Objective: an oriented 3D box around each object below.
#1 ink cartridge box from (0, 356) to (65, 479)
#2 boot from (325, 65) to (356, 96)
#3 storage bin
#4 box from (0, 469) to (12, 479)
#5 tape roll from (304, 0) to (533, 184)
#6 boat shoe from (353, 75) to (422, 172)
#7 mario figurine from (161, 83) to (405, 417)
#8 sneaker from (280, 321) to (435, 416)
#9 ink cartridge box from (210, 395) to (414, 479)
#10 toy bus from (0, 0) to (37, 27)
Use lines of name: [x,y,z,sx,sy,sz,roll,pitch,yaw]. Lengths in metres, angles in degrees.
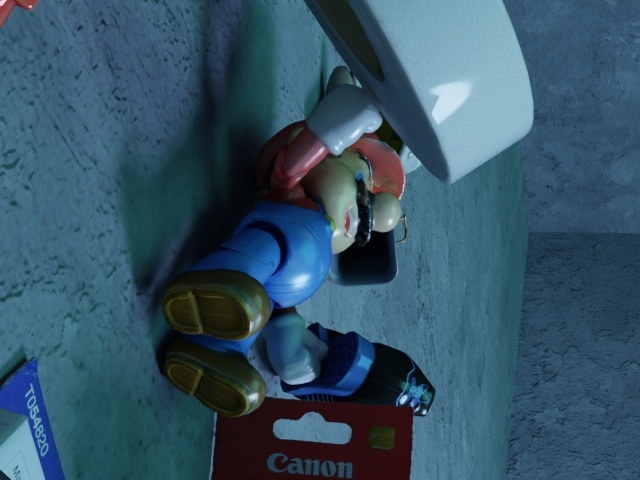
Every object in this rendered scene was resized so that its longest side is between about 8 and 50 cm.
ink cartridge box: [-0.172,0.212,0.505,0.224,0.045,0.223,-57,144,-59]
boot: [0.014,-0.136,1.078,0.087,0.042,0.118,-38,127,-65]
storage bin: [0.055,-0.026,1.145,0.091,0.098,0.135,-78,162,-62]
box: [-0.209,0.091,0.282,0.207,0.108,0.153,72,25,-46]
tape roll: [0.013,-0.219,0.672,0.392,0.072,0.392,57,3,-5]
boat shoe: [0.090,-0.257,1.195,0.156,0.136,0.367,-32,131,-66]
mario figurine: [0.000,0.000,0.804,0.170,0.198,0.320,43,42,-10]
sneaker: [0.029,0.132,0.903,0.081,0.090,0.232,-62,-168,-9]
ink cartridge box: [-0.018,0.244,0.770,0.056,0.181,0.225,29,63,-74]
toy bus: [-0.135,-0.206,0.427,0.211,0.220,0.149,-57,145,-1]
